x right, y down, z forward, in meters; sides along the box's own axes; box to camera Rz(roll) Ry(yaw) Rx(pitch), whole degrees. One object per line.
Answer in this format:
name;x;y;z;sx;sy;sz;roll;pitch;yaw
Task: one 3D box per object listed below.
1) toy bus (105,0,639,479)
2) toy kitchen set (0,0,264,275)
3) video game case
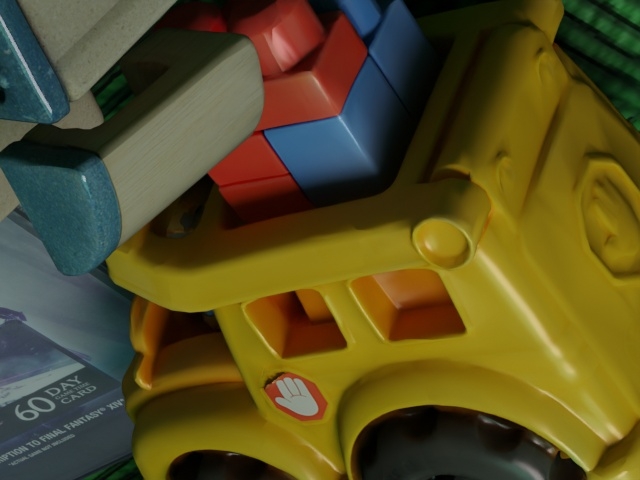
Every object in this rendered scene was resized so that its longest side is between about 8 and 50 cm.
toy bus;0.000;0.000;0.640;0.220;0.149;0.211;-12;131;37
toy kitchen set;-0.136;-0.080;0.505;0.166;0.122;0.207;10;134;49
video game case;-0.168;0.037;0.746;0.196;0.026;0.274;-26;144;20
